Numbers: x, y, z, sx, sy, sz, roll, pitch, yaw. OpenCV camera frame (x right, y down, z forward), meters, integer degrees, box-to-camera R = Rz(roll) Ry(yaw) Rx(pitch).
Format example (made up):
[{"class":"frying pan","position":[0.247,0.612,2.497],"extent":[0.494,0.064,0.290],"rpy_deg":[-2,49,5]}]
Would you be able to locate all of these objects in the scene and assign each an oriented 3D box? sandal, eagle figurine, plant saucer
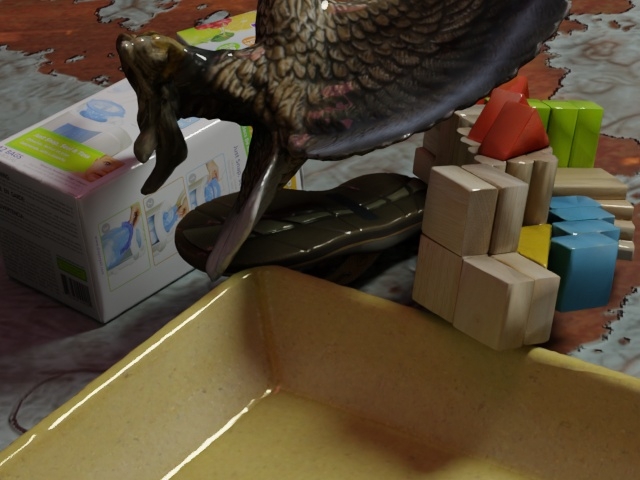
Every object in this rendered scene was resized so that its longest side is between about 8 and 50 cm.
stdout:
[{"class":"sandal","position":[0.000,0.000,1.294],"extent":[0.219,0.060,0.090],"rpy_deg":[-14,35,-40]},{"class":"eagle figurine","position":[0.022,-0.126,1.185],"extent":[0.298,0.225,0.226],"rpy_deg":[-9,49,-6]},{"class":"plant saucer","position":[-0.005,0.158,1.002],"extent":[0.333,0.081,0.333],"rpy_deg":[17,38,33]}]

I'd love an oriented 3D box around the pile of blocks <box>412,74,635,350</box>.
[{"class":"pile of blocks","position":[0.138,-0.044,1.198],"extent":[0.149,0.112,0.362],"rpy_deg":[8,19,1]}]

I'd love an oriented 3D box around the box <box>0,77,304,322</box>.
[{"class":"box","position":[-0.122,-0.045,1.340],"extent":[0.114,0.103,0.203],"rpy_deg":[23,42,39]}]

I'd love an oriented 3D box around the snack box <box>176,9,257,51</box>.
[{"class":"snack box","position":[-0.048,-0.147,1.559],"extent":[0.100,0.037,0.141],"rpy_deg":[-19,33,-17]}]
